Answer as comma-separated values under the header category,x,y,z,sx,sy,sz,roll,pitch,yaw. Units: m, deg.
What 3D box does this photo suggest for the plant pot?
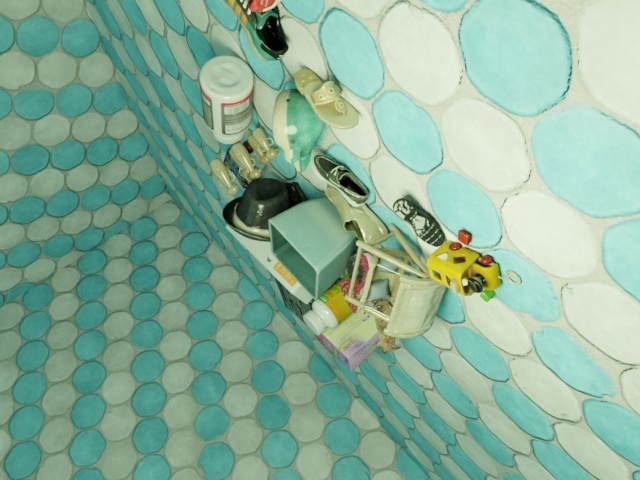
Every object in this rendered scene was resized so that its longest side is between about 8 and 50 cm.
category,x,y,z,sx,sy,sz,roll,pitch,yaw
plant pot,0.000,0.000,1.792,0.247,0.252,0.248,45,159,20

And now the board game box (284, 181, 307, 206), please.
category,x,y,z,sx,sy,sz,roll,pitch,yaw
board game box,-0.079,-0.142,2.063,0.186,0.026,0.126,60,160,-19

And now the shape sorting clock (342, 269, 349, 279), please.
category,x,y,z,sx,sy,sz,roll,pitch,yaw
shape sorting clock,0.127,0.138,1.997,0.206,0.040,0.206,163,90,-77

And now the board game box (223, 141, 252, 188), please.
category,x,y,z,sx,sy,sz,roll,pitch,yaw
board game box,-0.357,-0.326,2.328,0.194,0.060,0.194,58,161,-15

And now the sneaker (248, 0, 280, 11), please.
category,x,y,z,sx,sy,sz,roll,pitch,yaw
sneaker,-0.189,-0.686,1.257,0.107,0.118,0.279,14,137,60

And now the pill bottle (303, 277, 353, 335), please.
category,x,y,z,sx,sy,sz,roll,pitch,yaw
pill bottle,0.053,0.268,2.134,0.136,0.245,0.136,44,158,23

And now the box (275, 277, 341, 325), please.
category,x,y,z,sx,sy,sz,roll,pitch,yaw
box,-0.041,0.238,2.386,0.294,0.182,0.296,36,152,38

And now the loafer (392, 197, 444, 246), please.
category,x,y,z,sx,sy,sz,roll,pitch,yaw
loafer,0.267,-0.054,1.415,0.170,0.062,0.061,47,-161,-1

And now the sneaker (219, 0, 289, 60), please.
category,x,y,z,sx,sy,sz,roll,pitch,yaw
sneaker,-0.176,-0.615,1.381,0.121,0.108,0.302,20,151,55

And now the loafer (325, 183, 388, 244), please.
category,x,y,z,sx,sy,sz,roll,pitch,yaw
loafer,0.099,-0.084,1.665,0.268,0.092,0.102,46,159,19

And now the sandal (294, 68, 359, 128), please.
category,x,y,z,sx,sy,sz,roll,pitch,yaw
sandal,0.006,-0.386,1.372,0.240,0.088,0.079,49,167,25

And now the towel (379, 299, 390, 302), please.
category,x,y,z,sx,sy,sz,roll,pitch,yaw
towel,0.198,0.154,1.947,0.144,0.029,0.197,38,155,42

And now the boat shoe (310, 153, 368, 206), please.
category,x,y,z,sx,sy,sz,roll,pitch,yaw
boat shoe,0.061,-0.195,1.599,0.219,0.078,0.070,41,159,9

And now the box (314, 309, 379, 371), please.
category,x,y,z,sx,sy,sz,roll,pitch,yaw
box,0.121,0.382,2.222,0.243,0.213,0.117,37,155,36

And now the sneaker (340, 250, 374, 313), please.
category,x,y,z,sx,sy,sz,roll,pitch,yaw
sneaker,0.151,0.148,1.824,0.121,0.112,0.299,57,152,28

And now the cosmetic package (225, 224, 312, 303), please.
category,x,y,z,sx,sy,sz,roll,pitch,yaw
cosmetic package,-0.151,0.019,2.151,0.453,0.230,0.161,40,176,30

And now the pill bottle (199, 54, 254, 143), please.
category,x,y,z,sx,sy,sz,roll,pitch,yaw
pill bottle,-0.323,-0.471,1.834,0.176,0.176,0.318,49,160,11

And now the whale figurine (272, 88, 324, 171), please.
category,x,y,z,sx,sy,sz,roll,pitch,yaw
whale figurine,-0.049,-0.314,1.537,0.141,0.216,0.272,1,150,11

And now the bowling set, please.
category,x,y,z,sx,sy,sz,roll,pitch,yaw
bowling set,-0.260,-0.315,2.029,0.287,0.200,0.154,-29,100,26

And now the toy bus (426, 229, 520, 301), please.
category,x,y,z,sx,sy,sz,roll,pitch,yaw
toy bus,0.366,0.087,1.338,0.191,0.104,0.202,50,160,9

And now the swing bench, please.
category,x,y,z,sx,sy,sz,roll,pitch,yaw
swing bench,0.227,0.135,1.565,0.254,0.165,0.253,41,142,32

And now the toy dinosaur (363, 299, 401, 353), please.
category,x,y,z,sx,sy,sz,roll,pitch,yaw
toy dinosaur,0.266,0.261,1.838,0.200,0.127,0.296,38,139,-4

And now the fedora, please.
category,x,y,z,sx,sy,sz,roll,pitch,yaw
fedora,-0.200,-0.134,1.964,0.334,0.334,0.153,40,127,32
